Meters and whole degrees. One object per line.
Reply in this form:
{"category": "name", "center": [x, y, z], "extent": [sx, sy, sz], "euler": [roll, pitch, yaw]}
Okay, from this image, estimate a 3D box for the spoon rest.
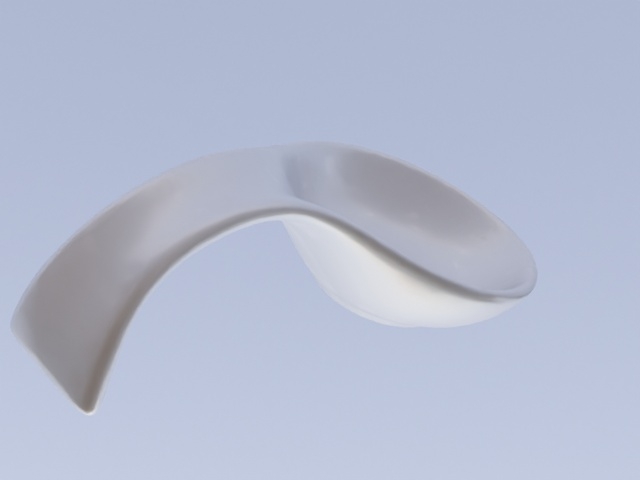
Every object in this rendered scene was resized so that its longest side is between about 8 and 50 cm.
{"category": "spoon rest", "center": [0.000, 0.000, 0.506], "extent": [0.137, 0.276, 0.084], "euler": [40, -57, 28]}
